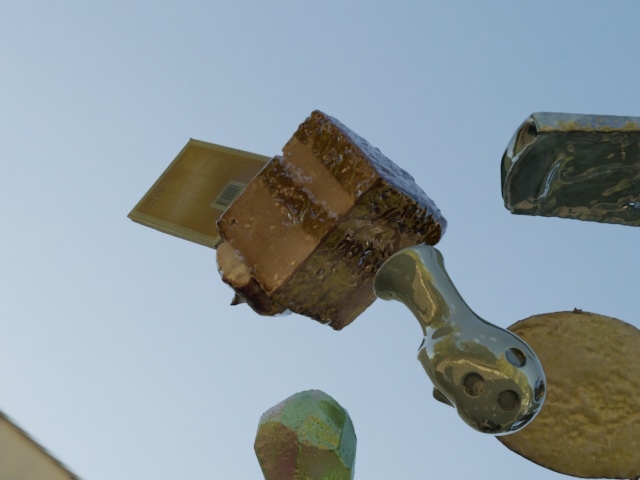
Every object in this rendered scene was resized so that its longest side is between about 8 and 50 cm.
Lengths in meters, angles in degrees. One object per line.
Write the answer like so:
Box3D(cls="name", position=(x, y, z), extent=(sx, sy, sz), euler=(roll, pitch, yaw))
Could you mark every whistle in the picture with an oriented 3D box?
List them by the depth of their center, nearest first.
Box3D(cls="whistle", position=(0.399, -0.094, 1.215), extent=(0.188, 0.404, 0.168), euler=(51, -30, 29))

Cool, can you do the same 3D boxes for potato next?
Box3D(cls="potato", position=(0.381, 0.222, 1.587), extent=(0.299, 0.239, 0.116), euler=(10, -6, 15))

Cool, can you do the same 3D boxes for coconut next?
Box3D(cls="coconut", position=(-0.010, 0.154, 0.822), extent=(0.083, 0.081, 0.082), euler=(21, -72, -11))

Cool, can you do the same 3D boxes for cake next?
Box3D(cls="cake", position=(0.000, 0.000, 1.491), extent=(0.293, 0.196, 0.198), euler=(-48, -40, 8))

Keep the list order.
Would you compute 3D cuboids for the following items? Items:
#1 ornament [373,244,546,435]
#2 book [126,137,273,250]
Box3D(cls="ornament", position=(0.103, 0.078, 0.812), extent=(0.081, 0.156, 0.075), euler=(-46, -36, 15))
Box3D(cls="book", position=(-0.178, -0.074, 1.659), extent=(0.241, 0.170, 0.018), euler=(17, -25, 48))
